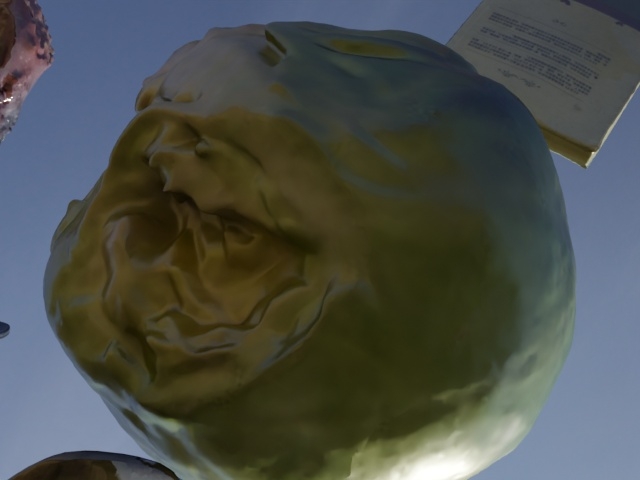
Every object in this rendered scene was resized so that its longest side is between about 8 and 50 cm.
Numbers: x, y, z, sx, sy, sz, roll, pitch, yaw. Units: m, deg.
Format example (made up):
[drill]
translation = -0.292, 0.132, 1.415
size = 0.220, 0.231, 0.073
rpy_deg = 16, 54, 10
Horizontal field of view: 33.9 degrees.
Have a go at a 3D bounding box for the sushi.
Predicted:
[sushi]
translation = -0.336, -0.160, 1.013
size = 0.161, 0.107, 0.241
rpy_deg = -21, -109, 6

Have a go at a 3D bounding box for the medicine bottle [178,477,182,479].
[medicine bottle]
translation = -0.058, 0.149, 0.827
size = 0.130, 0.341, 0.130
rpy_deg = -10, -54, -14

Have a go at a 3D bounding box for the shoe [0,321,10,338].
[shoe]
translation = -0.495, 0.091, 1.365
size = 0.179, 0.071, 0.049
rpy_deg = 12, -75, -7

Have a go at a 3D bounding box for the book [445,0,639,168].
[book]
translation = 0.258, -0.214, 1.132
size = 0.201, 0.289, 0.026
rpy_deg = 30, -35, 15

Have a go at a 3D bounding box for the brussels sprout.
[brussels sprout]
translation = 0.000, 0.000, 0.635
size = 0.344, 0.344, 0.268
rpy_deg = 37, -53, 8

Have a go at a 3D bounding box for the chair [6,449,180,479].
[chair]
translation = -0.157, 0.204, 0.435
size = 0.172, 0.158, 0.247
rpy_deg = -2, -107, 40
